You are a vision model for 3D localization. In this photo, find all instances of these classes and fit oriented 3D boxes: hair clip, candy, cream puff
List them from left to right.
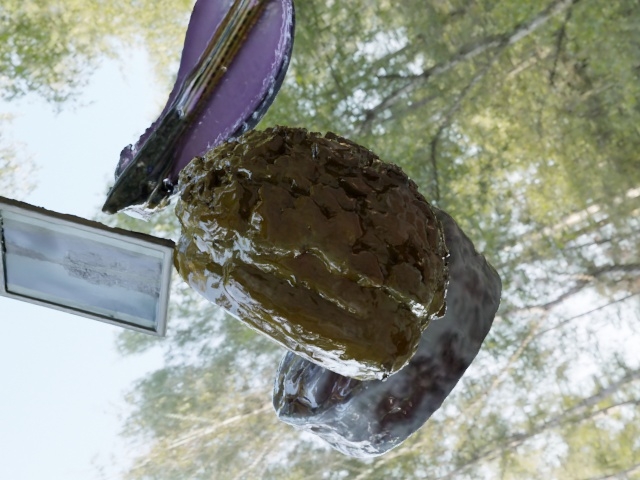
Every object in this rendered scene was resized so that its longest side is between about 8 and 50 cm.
[{"bbox_3d":[-0.133,-0.155,0.886,0.095,0.359,0.110,14,-150,-53],"label":"hair clip"},{"bbox_3d":[0.000,0.000,0.437,0.165,0.115,0.150,30,-175,-29],"label":"cream puff"},{"bbox_3d":[0.075,0.105,0.884,0.157,0.289,0.214,42,172,-27],"label":"candy"}]

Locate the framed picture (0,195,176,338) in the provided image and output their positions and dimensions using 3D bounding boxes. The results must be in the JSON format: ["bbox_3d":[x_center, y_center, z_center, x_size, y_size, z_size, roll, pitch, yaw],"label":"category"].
[{"bbox_3d":[-0.193,0.024,0.642,0.149,0.109,0.011,14,-140,0],"label":"framed picture"}]
